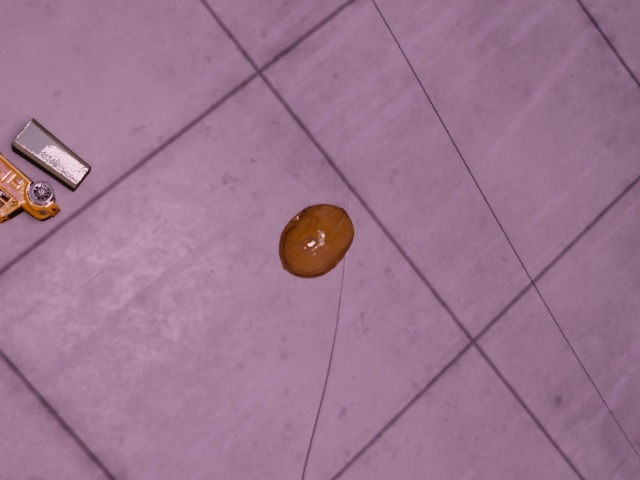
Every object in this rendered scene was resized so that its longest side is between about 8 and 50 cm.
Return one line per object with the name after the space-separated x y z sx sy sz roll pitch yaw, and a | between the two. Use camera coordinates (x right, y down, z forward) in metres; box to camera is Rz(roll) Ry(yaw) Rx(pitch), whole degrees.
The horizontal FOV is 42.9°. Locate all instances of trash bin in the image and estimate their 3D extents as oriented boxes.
-0.336 -0.104 1.023 0.092 0.061 0.043 40 76 -12 | trash bin

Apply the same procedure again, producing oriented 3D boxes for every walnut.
0.000 0.000 1.121 0.121 0.052 0.091 -46 102 -13 | walnut

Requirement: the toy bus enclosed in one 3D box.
-0.397 -0.076 0.998 0.162 0.069 0.074 43 76 -8 | toy bus
